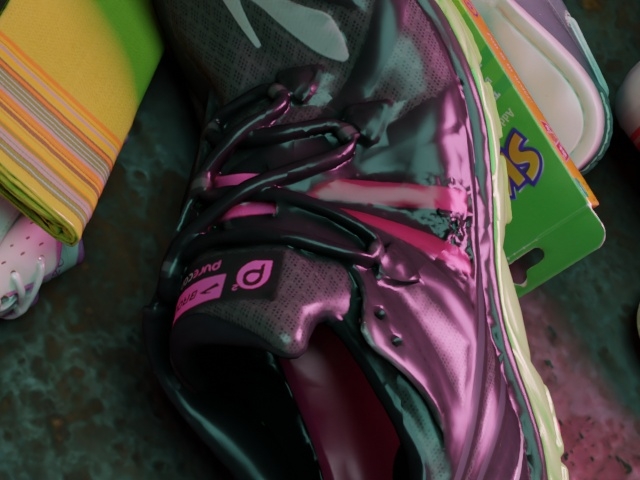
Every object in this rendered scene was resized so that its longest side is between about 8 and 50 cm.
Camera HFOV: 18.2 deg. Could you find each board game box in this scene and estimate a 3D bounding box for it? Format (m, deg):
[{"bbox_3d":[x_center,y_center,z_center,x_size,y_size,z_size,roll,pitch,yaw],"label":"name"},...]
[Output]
[{"bbox_3d":[0.063,-0.078,1.234,0.124,0.039,0.259,-34,79,19],"label":"board game box"}]

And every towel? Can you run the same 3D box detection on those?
[{"bbox_3d":[-0.145,-0.099,1.140,0.102,0.021,0.237,44,34,-21],"label":"towel"}]

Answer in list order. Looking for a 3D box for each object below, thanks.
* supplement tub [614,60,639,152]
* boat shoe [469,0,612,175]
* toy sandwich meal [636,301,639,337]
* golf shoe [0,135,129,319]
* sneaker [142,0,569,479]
[{"bbox_3d":[0.332,-0.035,1.260,0.191,0.191,0.272,-31,83,-25],"label":"supplement tub"},{"bbox_3d":[0.081,-0.169,1.297,0.319,0.116,0.099,54,21,13],"label":"boat shoe"},{"bbox_3d":[0.237,0.063,1.285,0.086,0.029,0.085,7,64,-14],"label":"toy sandwich meal"},{"bbox_3d":[-0.209,0.013,1.108,0.140,0.115,0.306,29,64,-12],"label":"golf shoe"},{"bbox_3d":[0.000,0.000,1.116,0.202,0.185,0.482,1,66,-53],"label":"sneaker"}]
